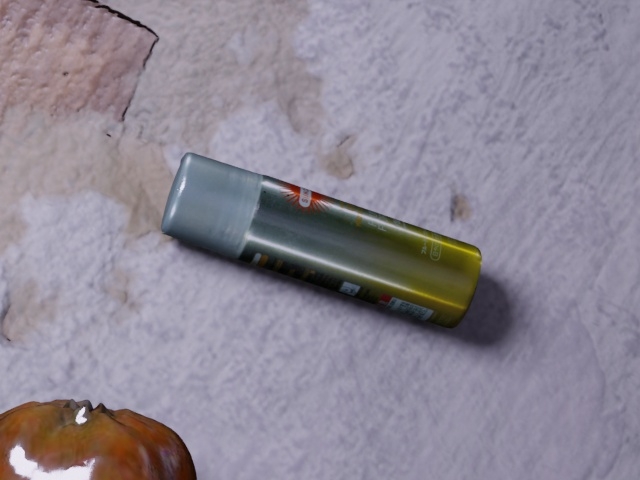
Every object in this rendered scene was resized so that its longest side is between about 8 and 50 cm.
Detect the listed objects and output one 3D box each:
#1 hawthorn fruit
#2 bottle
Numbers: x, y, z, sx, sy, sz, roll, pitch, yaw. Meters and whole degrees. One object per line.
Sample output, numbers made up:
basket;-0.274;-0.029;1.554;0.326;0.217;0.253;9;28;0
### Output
hawthorn fruit;-0.203;0.252;1.269;0.199;0.199;0.251;5;95;-12
bottle;0.000;0.000;1.420;0.286;0.082;0.082;18;74;-8
